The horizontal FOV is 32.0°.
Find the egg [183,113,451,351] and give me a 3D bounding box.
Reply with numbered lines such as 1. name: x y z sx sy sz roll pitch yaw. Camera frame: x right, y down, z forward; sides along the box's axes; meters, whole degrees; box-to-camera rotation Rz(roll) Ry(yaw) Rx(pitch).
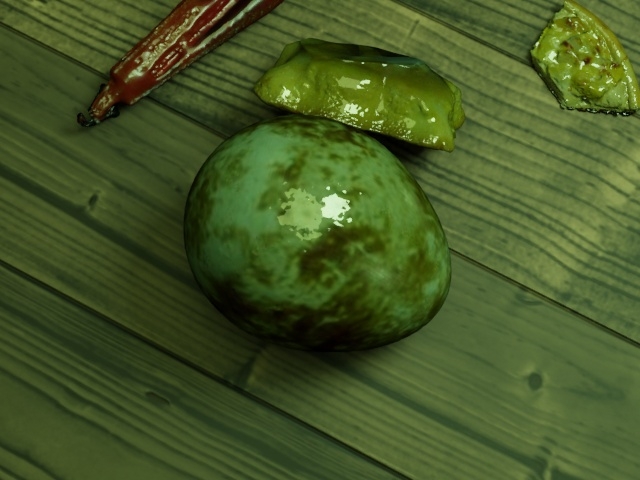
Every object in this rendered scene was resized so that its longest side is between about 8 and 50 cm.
1. egg: 0.000 0.000 1.149 0.289 0.238 0.238 28 75 -20

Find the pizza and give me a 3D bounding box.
1. pizza: 0.310 -0.208 1.307 0.099 0.036 0.160 -28 76 -8

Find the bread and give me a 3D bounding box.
1. bread: 0.048 -0.167 1.235 0.233 0.161 0.088 11 105 5

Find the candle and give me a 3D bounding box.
1. candle: -0.162 -0.229 1.300 0.301 0.059 0.084 -43 70 -10
